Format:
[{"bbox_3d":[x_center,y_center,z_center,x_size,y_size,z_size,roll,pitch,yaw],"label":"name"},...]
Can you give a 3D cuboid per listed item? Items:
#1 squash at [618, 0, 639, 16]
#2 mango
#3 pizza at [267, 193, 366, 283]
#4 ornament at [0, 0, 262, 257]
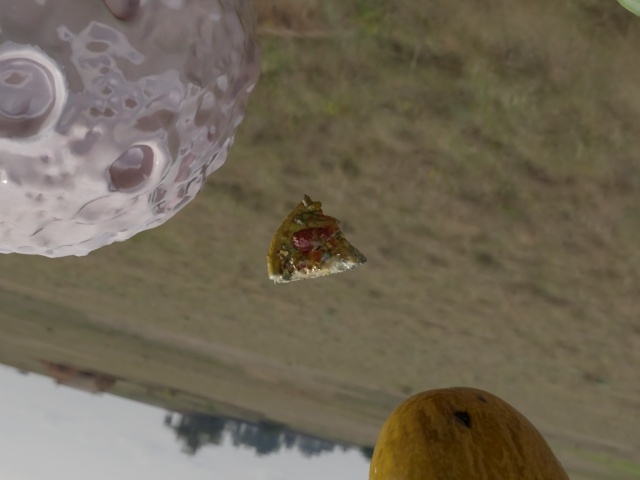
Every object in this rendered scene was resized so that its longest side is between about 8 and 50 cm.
[{"bbox_3d":[0.301,-0.290,0.871,0.310,0.309,0.310,2,166,0],"label":"squash"},{"bbox_3d":[0.105,0.200,0.804,0.157,0.262,0.109,22,126,-31],"label":"mango"},{"bbox_3d":[0.000,0.000,1.008,0.078,0.083,0.025,10,144,18],"label":"pizza"},{"bbox_3d":[-0.161,-0.121,0.739,0.259,0.259,0.225,18,145,-15],"label":"ornament"}]
